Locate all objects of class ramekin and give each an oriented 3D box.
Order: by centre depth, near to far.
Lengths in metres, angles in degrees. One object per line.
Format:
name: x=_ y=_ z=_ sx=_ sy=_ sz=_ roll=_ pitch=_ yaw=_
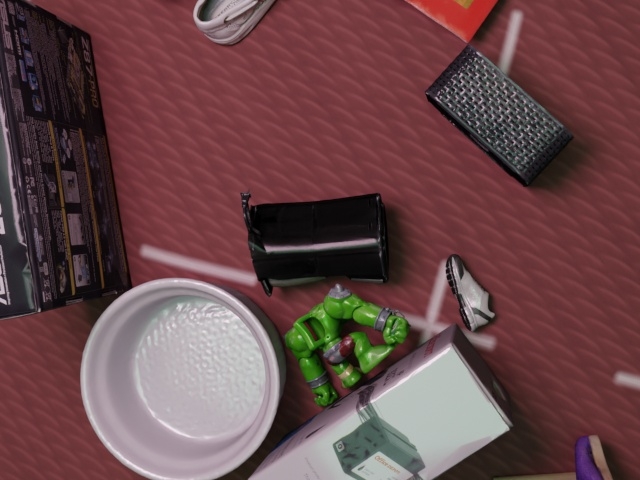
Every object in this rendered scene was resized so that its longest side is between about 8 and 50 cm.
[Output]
ramekin: x=-0.179 y=0.186 z=1.238 sx=0.277 sy=0.135 sz=0.277 roll=0 pitch=91 yaw=9

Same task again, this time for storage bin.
storage bin: x=0.232 y=-0.160 z=1.162 sx=0.180 sy=0.122 sz=0.084 roll=44 pitch=98 yaw=6

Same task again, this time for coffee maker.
coffee maker: x=0.000 y=0.000 z=1.184 sx=0.178 sy=0.171 sz=0.120 roll=-6 pitch=74 yaw=8

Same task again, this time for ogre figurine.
ogre figurine: x=0.026 y=0.136 z=1.208 sx=0.118 sy=0.197 sz=0.097 roll=47 pitch=55 yaw=4

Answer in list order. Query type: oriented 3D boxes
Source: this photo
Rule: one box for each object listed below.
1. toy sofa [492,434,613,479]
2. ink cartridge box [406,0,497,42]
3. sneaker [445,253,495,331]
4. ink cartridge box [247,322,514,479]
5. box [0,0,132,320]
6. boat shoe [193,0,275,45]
toy sofa: x=0.285 y=0.371 z=1.050 sx=0.150 sy=0.362 sz=0.177 roll=-8 pitch=97 yaw=11
ink cartridge box: x=0.171 y=-0.457 z=1.172 sx=0.261 sy=0.066 sz=0.296 roll=34 pitch=88 yaw=7
sneaker: x=0.205 y=0.068 z=1.221 sx=0.044 sy=0.040 sz=0.109 roll=-20 pitch=92 yaw=-6
ink cartridge box: x=0.084 y=0.251 z=1.149 sx=0.307 sy=0.223 sz=0.129 roll=-35 pitch=85 yaw=9
box: x=-0.369 y=-0.107 z=1.169 sx=0.097 sy=0.318 sz=0.395 roll=-9 pitch=91 yaw=9
boat shoe: x=-0.074 y=-0.391 z=1.220 sx=0.098 sy=0.096 sz=0.277 roll=39 pitch=97 yaw=7
